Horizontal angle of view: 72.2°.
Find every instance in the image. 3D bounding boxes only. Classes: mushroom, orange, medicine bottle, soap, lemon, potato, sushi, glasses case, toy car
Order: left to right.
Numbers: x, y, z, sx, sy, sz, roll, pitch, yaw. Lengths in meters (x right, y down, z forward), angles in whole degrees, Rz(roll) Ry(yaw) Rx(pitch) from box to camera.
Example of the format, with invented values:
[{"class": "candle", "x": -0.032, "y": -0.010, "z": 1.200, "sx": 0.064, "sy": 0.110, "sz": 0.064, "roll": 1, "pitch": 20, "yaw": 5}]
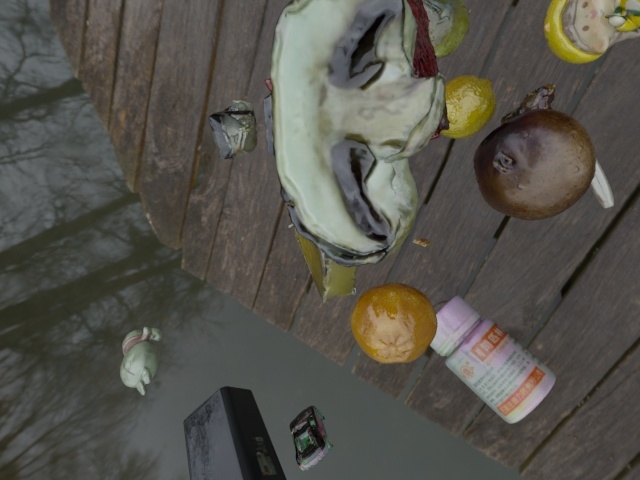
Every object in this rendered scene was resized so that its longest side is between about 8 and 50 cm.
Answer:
[{"class": "sushi", "x": -0.239, "y": -0.359, "z": 1.367, "sx": 0.109, "sy": 0.273, "sz": 0.134, "roll": -4, "pitch": 119, "yaw": 13}, {"class": "toy car", "x": -0.025, "y": 0.366, "z": 0.830, "sx": 0.069, "sy": 0.142, "sz": 0.055, "roll": -40, "pitch": 109, "yaw": 0}, {"class": "soap", "x": 0.002, "y": 0.000, "z": 0.889, "sx": 0.233, "sy": 0.076, "sz": 0.135, "roll": -118, "pitch": 21, "yaw": -44}, {"class": "mushroom", "x": 0.049, "y": -0.146, "z": 0.564, "sx": 0.248, "sy": 0.130, "sz": 0.344, "roll": -1, "pitch": 109, "yaw": 34}, {"class": "orange", "x": 0.134, "y": 0.156, "z": 0.804, "sx": 0.159, "sy": 0.136, "sz": 0.158, "roll": 3, "pitch": 118, "yaw": 6}, {"class": "potato", "x": 0.241, "y": -0.545, "z": 1.065, "sx": 0.248, "sy": 0.169, "sz": 0.143, "roll": 31, "pitch": 165, "yaw": -12}, {"class": "lemon", "x": 0.461, "y": -0.432, "z": 1.430, "sx": 0.231, "sy": 0.192, "sz": 0.192, "roll": -44, "pitch": 86, "yaw": 17}, {"class": "medicine bottle", "x": 0.537, "y": 0.379, "z": 1.441, "sx": 0.388, "sy": 0.219, "sz": 0.219, "roll": 44, "pitch": 126, "yaw": 23}, {"class": "mushroom", "x": 0.624, "y": -0.237, "z": 1.309, "sx": 0.331, "sy": 0.356, "sz": 0.334, "roll": -39, "pitch": 87, "yaw": 36}, {"class": "glasses case", "x": 0.861, "y": -0.197, "z": 1.374, "sx": 0.051, "sy": 0.081, "sz": 0.204, "roll": -25, "pitch": 79, "yaw": 29}]

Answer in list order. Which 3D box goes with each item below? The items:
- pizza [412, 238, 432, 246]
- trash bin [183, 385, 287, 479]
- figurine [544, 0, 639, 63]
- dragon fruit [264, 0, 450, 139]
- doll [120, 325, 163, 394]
[{"class": "pizza", "x": 0.409, "y": 0.004, "z": 1.767, "sx": 0.078, "sy": 0.083, "sz": 0.025, "roll": 14, "pitch": 104, "yaw": 21}, {"class": "trash bin", "x": -0.181, "y": 0.438, "z": 0.888, "sx": 0.165, "sy": 0.115, "sz": 0.225, "roll": -44, "pitch": 47, "yaw": 16}, {"class": "figurine", "x": 0.722, "y": -0.558, "z": 1.083, "sx": 0.344, "sy": 0.187, "sz": 0.215, "roll": -144, "pitch": 48, "yaw": -62}, {"class": "dragon fruit", "x": 0.124, "y": -0.327, "z": 0.754, "sx": 0.302, "sy": 0.330, "sz": 0.240, "roll": 33, "pitch": 153, "yaw": -8}, {"class": "doll", "x": -0.557, "y": 0.360, "z": 1.342, "sx": 0.113, "sy": 0.275, "sz": 0.154, "roll": 27, "pitch": 98, "yaw": -22}]
